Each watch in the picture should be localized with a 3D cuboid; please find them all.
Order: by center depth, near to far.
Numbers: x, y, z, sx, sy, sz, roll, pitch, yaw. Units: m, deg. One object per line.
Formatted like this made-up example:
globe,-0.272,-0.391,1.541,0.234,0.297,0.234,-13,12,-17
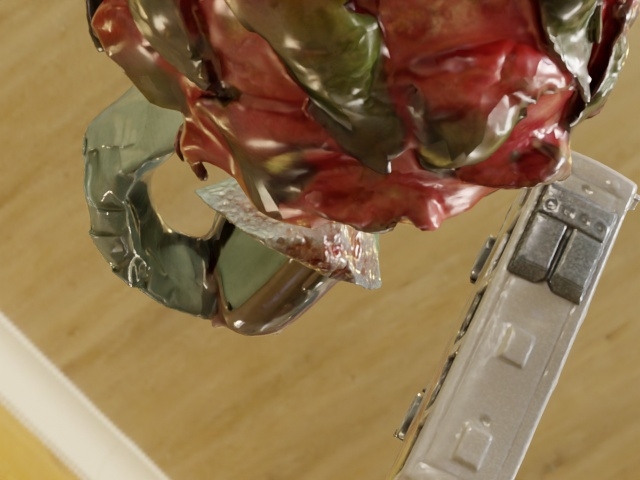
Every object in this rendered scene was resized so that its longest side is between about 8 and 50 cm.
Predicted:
watch,-0.099,-0.036,1.283,0.241,0.162,0.253,15,-44,-33

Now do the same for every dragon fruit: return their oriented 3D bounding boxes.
dragon fruit,0.009,-0.101,0.360,0.160,0.166,0.172,-9,-59,-4

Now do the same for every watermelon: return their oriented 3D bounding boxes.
watermelon,-0.002,-0.007,1.006,0.081,0.094,0.180,-40,-27,22

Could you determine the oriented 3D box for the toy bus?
toy bus,0.147,0.080,1.147,0.097,0.342,0.138,26,-25,5
